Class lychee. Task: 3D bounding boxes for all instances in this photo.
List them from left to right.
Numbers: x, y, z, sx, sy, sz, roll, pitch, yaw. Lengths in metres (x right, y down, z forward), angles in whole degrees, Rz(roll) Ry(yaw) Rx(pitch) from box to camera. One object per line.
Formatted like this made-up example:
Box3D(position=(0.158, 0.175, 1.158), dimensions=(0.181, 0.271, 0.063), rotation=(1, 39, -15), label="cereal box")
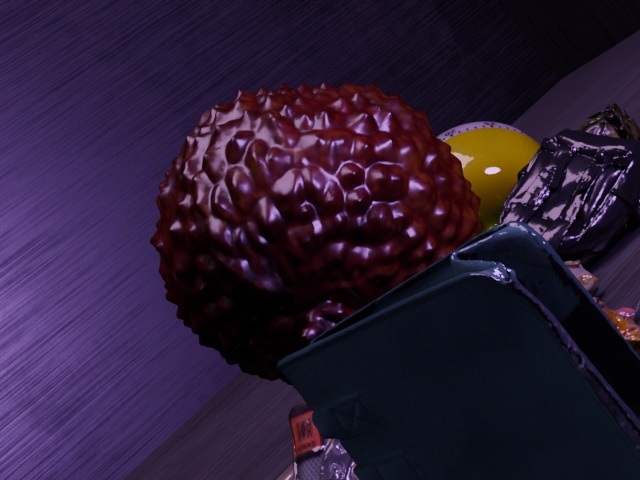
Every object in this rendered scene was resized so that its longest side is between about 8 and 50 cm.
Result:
Box3D(position=(0.000, 0.000, 1.517), dimensions=(0.424, 0.424, 0.500), rotation=(-38, 37, 13), label="lychee")

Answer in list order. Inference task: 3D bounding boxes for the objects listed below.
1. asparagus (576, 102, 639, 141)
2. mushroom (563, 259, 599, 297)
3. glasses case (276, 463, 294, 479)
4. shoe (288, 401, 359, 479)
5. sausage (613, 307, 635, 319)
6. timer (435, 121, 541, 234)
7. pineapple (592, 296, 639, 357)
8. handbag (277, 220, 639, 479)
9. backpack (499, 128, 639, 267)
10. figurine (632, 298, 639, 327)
Box3D(position=(0.400, -0.085, 2.097), dimensions=(0.382, 0.128, 0.108), rotation=(-38, -32, 23), label="asparagus")
Box3D(position=(0.224, 0.102, 1.441), dimensions=(0.122, 0.095, 0.351), rotation=(-11, 9, 40), label="mushroom")
Box3D(position=(0.027, 0.286, 1.527), dimensions=(0.196, 0.083, 0.050), rotation=(-42, 4, -18), label="glasses case")
Box3D(position=(0.020, 0.257, 1.299), dimensions=(0.132, 0.171, 0.336), rotation=(-34, 6, 43), label="shoe")
Box3D(position=(0.285, 0.126, 1.384), dimensions=(0.223, 0.029, 0.029), rotation=(-35, 6, 42), label="sausage")
Box3D(position=(0.272, -0.035, 1.891), dimensions=(0.285, 0.285, 0.285), rotation=(-39, 4, 3), label="timer")
Box3D(position=(0.205, 0.114, 1.049), dimensions=(0.225, 0.225, 0.076), rotation=(-36, 38, 34), label="pineapple")
Box3D(position=(0.136, 0.137, 0.928), dimensions=(0.274, 0.269, 0.100), rotation=(-36, 4, 46), label="handbag")
Box3D(position=(0.369, -0.060, 1.730), dimensions=(0.206, 0.133, 0.258), rotation=(20, 60, 42), label="backpack")
Box3D(position=(0.333, 0.075, 1.120), dimensions=(0.086, 0.094, 0.082), rotation=(-34, 14, -19), label="figurine")
